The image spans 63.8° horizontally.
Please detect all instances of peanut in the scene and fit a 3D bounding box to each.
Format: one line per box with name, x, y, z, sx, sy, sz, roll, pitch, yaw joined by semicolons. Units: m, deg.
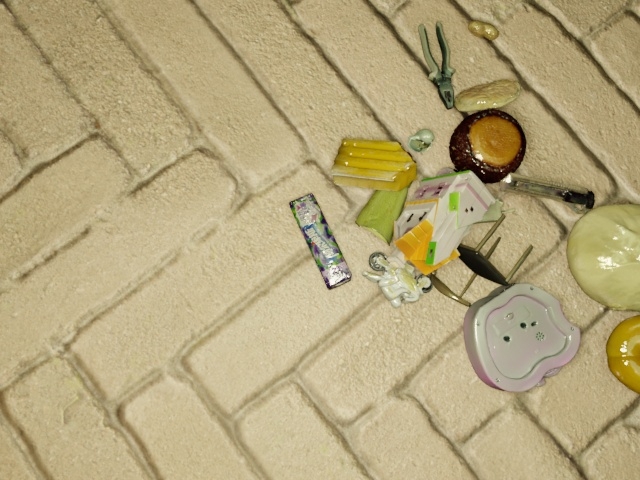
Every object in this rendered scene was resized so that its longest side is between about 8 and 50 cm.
peanut;0.570;-0.735;1.796;0.113;0.054;0.054;18;79;0

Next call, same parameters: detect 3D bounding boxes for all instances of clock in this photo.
clock;0.337;-0.035;1.534;0.166;0.235;0.309;44;70;-21
clock;0.611;0.302;1.578;0.338;0.102;0.339;0;80;-3

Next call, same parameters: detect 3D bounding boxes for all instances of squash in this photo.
squash;0.209;-0.124;1.647;0.137;0.137;0.287;25;67;2

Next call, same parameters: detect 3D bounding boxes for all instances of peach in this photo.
peach;0.999;0.348;1.566;0.251;0.153;0.251;2;74;-8

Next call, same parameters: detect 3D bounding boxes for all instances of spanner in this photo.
spanner;0.411;-0.602;1.768;0.095;0.040;0.325;-9;79;-4

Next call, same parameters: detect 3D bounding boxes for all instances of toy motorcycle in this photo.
toy motorcycle;0.239;0.132;1.607;0.228;0.074;0.151;26;74;-7

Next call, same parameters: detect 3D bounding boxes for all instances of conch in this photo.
conch;0.337;-0.331;1.707;0.085;0.056;0.076;-2;97;27

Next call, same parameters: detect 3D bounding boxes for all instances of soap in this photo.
soap;0.177;-0.238;1.615;0.257;0.080;0.160;9;58;18

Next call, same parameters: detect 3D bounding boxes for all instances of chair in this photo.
chair;0.480;0.064;1.568;0.188;0.166;0.272;40;85;-23

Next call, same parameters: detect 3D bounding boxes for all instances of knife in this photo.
knife;0.734;-0.149;1.638;0.365;0.043;0.089;10;110;-17

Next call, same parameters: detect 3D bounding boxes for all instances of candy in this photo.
candy;0.000;0.000;1.626;0.088;0.061;0.312;-24;81;-4

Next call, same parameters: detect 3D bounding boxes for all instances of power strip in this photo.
power strip;0.551;-0.096;1.677;0.175;0.042;0.075;-4;80;-2

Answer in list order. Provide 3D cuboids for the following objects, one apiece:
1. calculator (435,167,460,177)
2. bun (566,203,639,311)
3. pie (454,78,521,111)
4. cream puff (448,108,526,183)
calculator;0.439;-0.166;1.662;0.166;0.103;0.024;49;36;19
bun;0.973;0.042;1.594;0.364;0.202;0.364;0;81;-1
pie;0.556;-0.475;1.690;0.218;0.185;0.052;-19;116;-5
cream puff;0.531;-0.297;1.653;0.239;0.165;0.239;1;80;-3
